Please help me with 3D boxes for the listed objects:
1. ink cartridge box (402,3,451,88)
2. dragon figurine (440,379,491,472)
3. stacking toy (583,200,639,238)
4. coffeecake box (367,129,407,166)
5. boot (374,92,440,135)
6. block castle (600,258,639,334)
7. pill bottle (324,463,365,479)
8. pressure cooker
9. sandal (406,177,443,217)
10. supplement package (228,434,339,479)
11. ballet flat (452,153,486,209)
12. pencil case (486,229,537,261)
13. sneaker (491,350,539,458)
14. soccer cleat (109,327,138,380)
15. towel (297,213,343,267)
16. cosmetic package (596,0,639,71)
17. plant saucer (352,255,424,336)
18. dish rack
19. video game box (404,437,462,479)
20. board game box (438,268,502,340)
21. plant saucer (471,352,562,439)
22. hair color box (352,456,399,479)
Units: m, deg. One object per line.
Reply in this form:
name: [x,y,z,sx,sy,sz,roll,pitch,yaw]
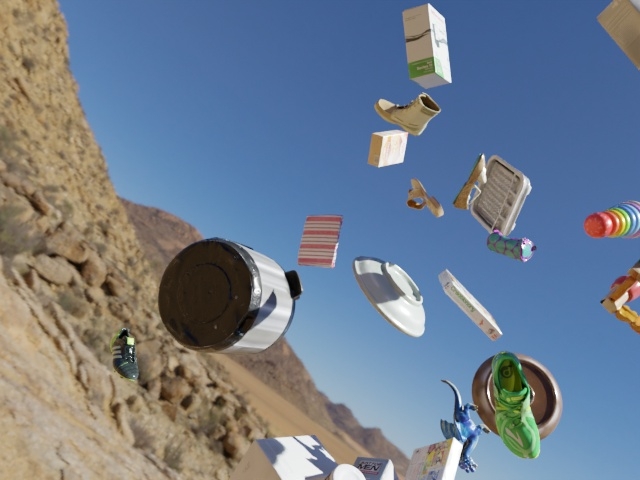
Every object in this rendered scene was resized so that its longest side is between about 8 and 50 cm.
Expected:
ink cartridge box: [0.321,-0.580,1.736,0.087,0.208,0.153,-7,-1,30]
dragon figurine: [0.446,0.599,1.860,0.289,0.144,0.085,63,-30,4]
stacking toy: [1.044,-0.065,2.052,0.331,0.141,0.141,-7,18,-42]
coffeecake box: [0.308,-0.422,2.639,0.068,0.186,0.142,26,-60,37]
boot: [0.323,-0.495,2.154,0.213,0.077,0.165,29,-31,-9]
block castle: [1.077,0.108,1.674,0.303,0.213,0.453,43,-42,24]
pill bottle: [0.032,0.613,1.367,0.094,0.094,0.169,33,-58,3]
pressure cooker: [-0.290,0.204,1.933,0.370,0.375,0.420,23,-4,24]
sandal: [0.347,-0.145,2.066,0.088,0.079,0.240,65,-4,-36]
supplement package: [-0.104,0.752,1.843,0.293,0.177,0.175,17,19,-48]
ballet flat: [0.528,-0.196,1.984,0.067,0.206,0.073,29,23,10]
pencil case: [0.569,0.015,1.734,0.065,0.070,0.152,-1,11,-25]
sneaker: [0.531,0.454,1.603,0.110,0.295,0.123,-14,-20,14]
soccer cleat: [-0.512,0.297,1.517,0.060,0.072,0.179,24,13,-39]
towel: [0.000,0.000,2.047,0.144,0.196,0.029,3,-19,26]
cosmetic package: [0.762,-0.462,1.300,0.237,0.127,0.107,60,-16,9]
plant saucer: [0.298,0.195,2.294,0.400,0.100,0.400,41,20,-18]
dish rack: [0.753,-0.182,2.403,0.073,0.285,0.332,9,24,-14]
video game box: [0.327,0.706,1.735,0.048,0.205,0.187,39,-43,-7]
board game box: [0.624,0.268,2.426,0.305,0.053,0.193,44,14,-9]
plant saucer: [0.675,0.526,1.964,0.311,0.310,0.050,31,-24,12]
hair color box: [0.100,0.769,1.487,0.114,0.374,0.185,-10,-65,36]
